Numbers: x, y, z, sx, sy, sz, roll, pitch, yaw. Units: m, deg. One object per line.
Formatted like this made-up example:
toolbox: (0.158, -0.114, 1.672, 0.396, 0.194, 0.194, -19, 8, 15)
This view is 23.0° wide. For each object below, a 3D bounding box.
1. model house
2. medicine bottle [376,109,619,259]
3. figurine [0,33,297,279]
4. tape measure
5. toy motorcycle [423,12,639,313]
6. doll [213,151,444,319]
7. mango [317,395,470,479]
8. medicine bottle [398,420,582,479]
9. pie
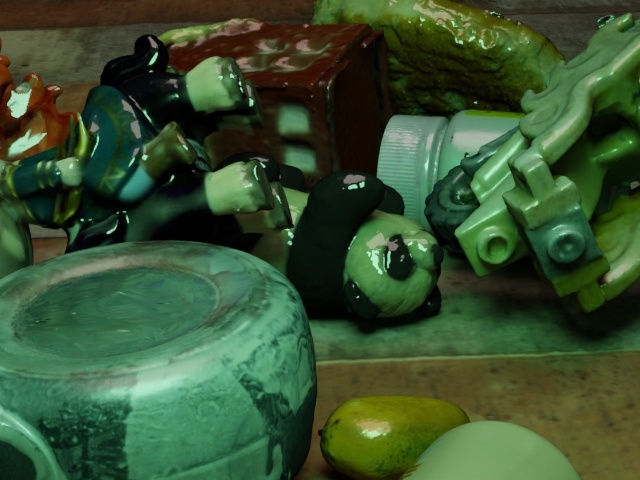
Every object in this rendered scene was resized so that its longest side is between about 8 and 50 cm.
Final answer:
model house: (-0.063, -0.108, 1.564, 0.254, 0.196, 0.160, 9, 36, 26)
medicine bottle: (0.176, -0.053, 1.504, 0.225, 0.139, 0.139, 5, 20, 16)
figurine: (-0.227, -0.029, 1.280, 0.412, 0.306, 0.241, 12, 5, 8)
tape measure: (-0.139, 0.106, 1.068, 0.275, 0.147, 0.256, -8, 24, -6)
toy motorcycle: (0.283, -0.090, 1.308, 0.410, 0.168, 0.237, -30, 23, 4)
doll: (-0.001, 0.000, 1.378, 0.234, 0.135, 0.143, 8, 0, 16)
mango: (0.053, 0.136, 1.103, 0.114, 0.057, 0.079, -7, 13, -26)
medicine bottle: (0.060, 0.195, 0.853, 0.114, 0.114, 0.252, 8, 22, 24)
pie: (0.128, -0.154, 1.630, 0.315, 0.315, 0.092, 11, 62, 30)
